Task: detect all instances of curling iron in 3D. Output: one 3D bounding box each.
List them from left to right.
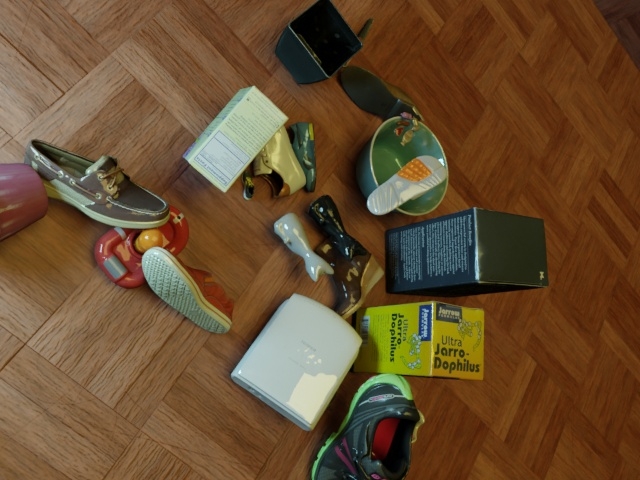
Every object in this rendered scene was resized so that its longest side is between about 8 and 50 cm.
[{"bbox_3d":[0.110,-0.649,1.965,0.068,0.035,0.274,39,61,-7],"label":"curling iron"}]

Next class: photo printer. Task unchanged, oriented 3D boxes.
[{"bbox_3d":[-0.049,0.309,1.611,0.256,0.107,0.307,35,62,3],"label":"photo printer"}]

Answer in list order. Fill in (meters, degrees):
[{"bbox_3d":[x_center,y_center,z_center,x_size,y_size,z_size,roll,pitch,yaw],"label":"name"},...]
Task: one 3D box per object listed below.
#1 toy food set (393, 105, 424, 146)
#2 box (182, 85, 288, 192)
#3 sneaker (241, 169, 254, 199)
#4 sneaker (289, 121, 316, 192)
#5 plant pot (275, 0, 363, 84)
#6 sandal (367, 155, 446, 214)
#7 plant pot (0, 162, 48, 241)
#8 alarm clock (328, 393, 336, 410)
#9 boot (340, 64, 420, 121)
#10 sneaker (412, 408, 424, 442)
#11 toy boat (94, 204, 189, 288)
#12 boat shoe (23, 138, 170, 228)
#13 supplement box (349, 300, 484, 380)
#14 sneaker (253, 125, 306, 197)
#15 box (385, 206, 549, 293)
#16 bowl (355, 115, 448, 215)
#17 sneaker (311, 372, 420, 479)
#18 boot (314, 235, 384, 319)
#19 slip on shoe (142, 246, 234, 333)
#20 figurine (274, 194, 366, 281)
[{"bbox_3d":[0.261,-0.349,1.831,0.122,0.019,0.078,-47,106,-22],"label":"toy food set"},{"bbox_3d":[-0.221,-0.260,1.529,0.117,0.213,0.243,42,87,-20],"label":"box"},{"bbox_3d":[-0.197,-0.156,1.682,0.031,0.035,0.083,-4,84,-34],"label":"sneaker"},{"bbox_3d":[-0.053,-0.245,1.784,0.082,0.069,0.209,-5,93,-1],"label":"sneaker"},{"bbox_3d":[-0.024,-0.574,1.791,0.188,0.167,0.187,50,59,-16],"label":"plant pot"},{"bbox_3d":[0.241,-0.157,1.758,0.265,0.076,0.102,-31,84,-12],"label":"sandal"},{"bbox_3d":[-0.692,-0.081,1.266,0.180,0.201,0.201,-30,99,-49],"label":"plant pot"},{"bbox_3d":[-0.017,0.389,1.688,0.129,0.064,0.192,-2,79,-33],"label":"alarm clock"},{"bbox_3d":[0.194,-0.484,1.978,0.305,0.112,0.115,29,37,-21],"label":"boot"},{"bbox_3d":[0.214,0.574,1.771,0.103,0.111,0.252,51,60,-15],"label":"sneaker"},{"bbox_3d":[-0.414,0.004,1.443,0.231,0.151,0.151,-44,106,-30],"label":"toy boat"},{"bbox_3d":[-0.501,-0.134,1.365,0.342,0.123,0.123,23,34,-6],"label":"boat shoe"},{"bbox_3d":[0.264,0.288,1.709,0.194,0.356,0.195,11,75,-30],"label":"supplement box"},{"bbox_3d":[-0.151,-0.254,1.686,0.123,0.106,0.290,-37,103,-35],"label":"sneaker"},{"bbox_3d":[0.432,0.052,1.837,0.294,0.395,0.211,7,78,-32],"label":"box"},{"bbox_3d":[0.233,-0.216,1.895,0.312,0.163,0.311,7,77,-32],"label":"bowl"},{"bbox_3d":[0.115,0.585,1.583,0.185,0.202,0.482,14,106,-22],"label":"sneaker"},{"bbox_3d":[0.054,0.103,1.788,0.207,0.090,0.248,44,63,-4],"label":"boot"},{"bbox_3d":[-0.315,0.111,1.468,0.331,0.123,0.101,54,41,-45],"label":"slip on shoe"},{"bbox_3d":[0.000,0.000,1.706,0.215,0.092,0.209,-29,75,-32],"label":"figurine"}]
